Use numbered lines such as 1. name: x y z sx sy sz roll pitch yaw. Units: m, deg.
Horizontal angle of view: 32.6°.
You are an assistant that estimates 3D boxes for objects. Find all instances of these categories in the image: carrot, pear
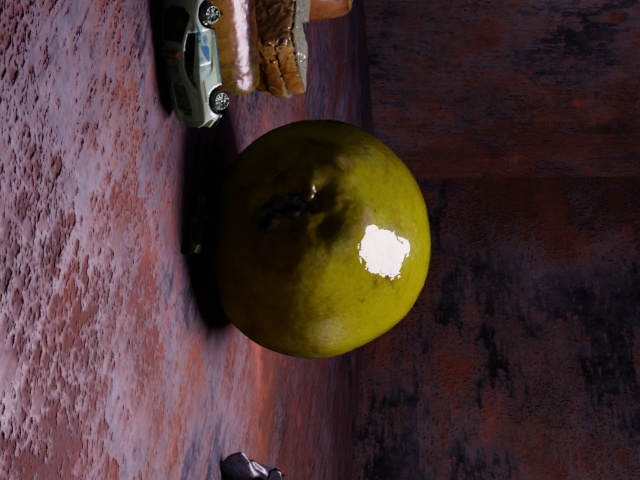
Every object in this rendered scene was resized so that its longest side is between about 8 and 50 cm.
1. carrot: -0.135 -0.333 1.375 0.114 0.114 0.302 -80 170 -54
2. pear: 0.000 0.000 1.591 0.413 0.352 0.352 100 -9 -80

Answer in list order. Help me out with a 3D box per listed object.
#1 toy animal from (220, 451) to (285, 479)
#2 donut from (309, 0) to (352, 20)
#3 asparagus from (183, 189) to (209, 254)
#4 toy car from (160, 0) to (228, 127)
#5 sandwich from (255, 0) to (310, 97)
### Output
1. toy animal: -0.115 0.376 1.679 0.117 0.121 0.210 46 -9 -3
2. donut: -0.009 -0.592 2.160 0.317 0.150 0.299 65 29 -72
3. asparagus: -0.163 -0.021 1.447 0.021 0.025 0.108 65 24 -49
4. toy car: -0.162 -0.227 1.322 0.093 0.058 0.186 22 -58 50
5. sandwich: -0.072 -0.396 1.876 0.249 0.095 0.273 74 18 -72
